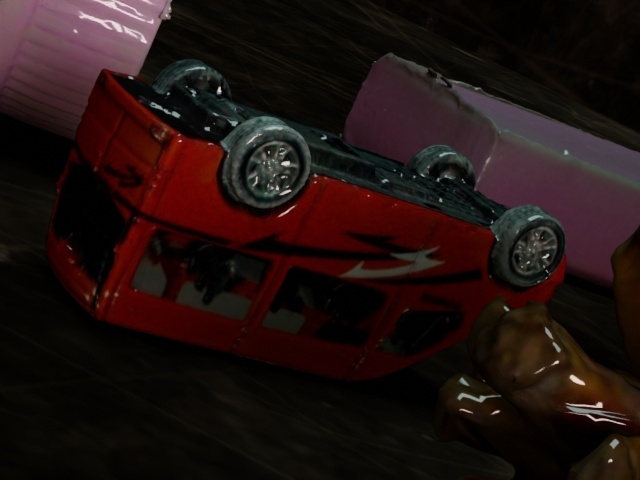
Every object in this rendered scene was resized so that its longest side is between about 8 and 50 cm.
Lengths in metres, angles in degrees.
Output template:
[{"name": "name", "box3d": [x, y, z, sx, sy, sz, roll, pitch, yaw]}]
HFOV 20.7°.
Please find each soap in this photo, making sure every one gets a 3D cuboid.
[{"name": "soap", "box3d": [0.163, -0.032, 1.164, 0.259, 0.081, 0.181, 19, 13, -31]}]

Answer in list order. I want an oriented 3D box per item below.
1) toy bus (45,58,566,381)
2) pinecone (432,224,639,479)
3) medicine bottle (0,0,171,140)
[{"name": "toy bus", "box3d": [0.000, 0.000, 0.658, 0.195, 0.089, 0.081, 16, 15, -34]}, {"name": "pinecone", "box3d": [0.120, 0.071, 0.441, 0.195, 0.150, 0.179, 18, 19, -15]}, {"name": "medicine bottle", "box3d": [-0.204, -0.172, 0.804, 0.291, 0.178, 0.178, 22, 11, -12]}]
